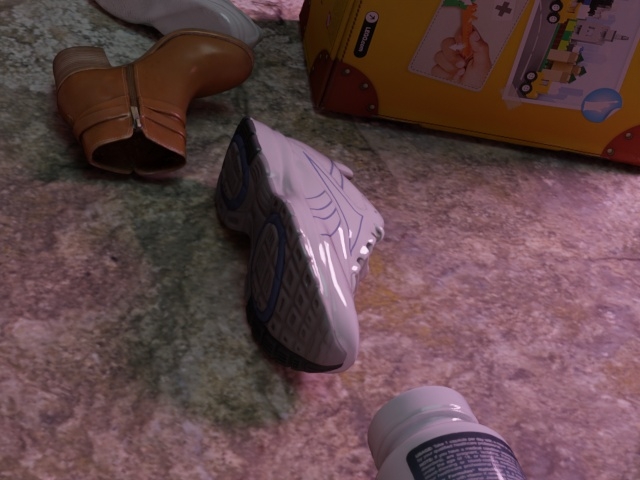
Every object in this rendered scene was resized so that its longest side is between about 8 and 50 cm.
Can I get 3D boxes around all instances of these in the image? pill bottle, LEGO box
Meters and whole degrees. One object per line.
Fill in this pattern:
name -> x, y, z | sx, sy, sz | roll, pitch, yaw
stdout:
pill bottle -> 0.097, 0.191, 1.272 | 0.108, 0.108, 0.180 | 3, 37, -22
LEGO box -> 0.226, -0.344, 1.734 | 0.372, 0.500, 0.193 | 9, 36, -15

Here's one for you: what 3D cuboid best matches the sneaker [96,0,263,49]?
sneaker -> -0.150, -0.247, 1.812 | 0.212, 0.080, 0.094 | 38, 26, 15

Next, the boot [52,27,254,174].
boot -> -0.138, -0.119, 1.630 | 0.197, 0.073, 0.152 | -9, 40, -17

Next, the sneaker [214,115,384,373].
sneaker -> 0.000, 0.000, 1.500 | 0.129, 0.111, 0.297 | 11, 35, -21
